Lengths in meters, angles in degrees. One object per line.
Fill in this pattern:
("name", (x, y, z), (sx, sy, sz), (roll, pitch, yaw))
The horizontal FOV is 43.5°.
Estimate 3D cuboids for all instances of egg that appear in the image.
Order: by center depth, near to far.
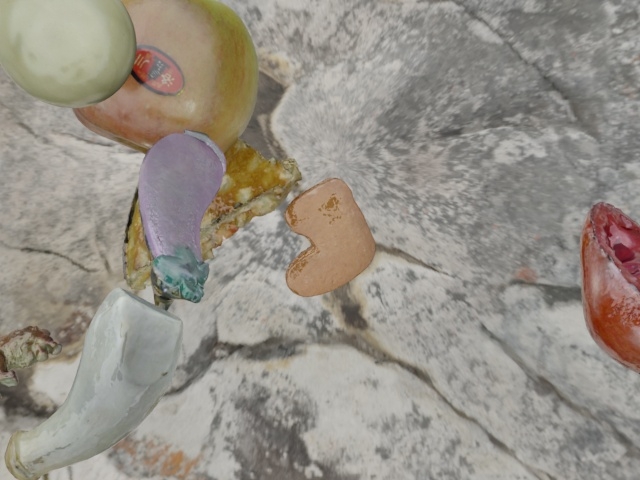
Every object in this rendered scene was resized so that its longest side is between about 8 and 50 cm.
("egg", (-0.361, -0.285, 1.119), (0.241, 0.186, 0.186), (36, 97, 38))

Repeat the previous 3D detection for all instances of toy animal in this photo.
("toy animal", (-0.673, 0.235, 1.585), (0.312, 0.158, 0.097), (-1, 131, 0))

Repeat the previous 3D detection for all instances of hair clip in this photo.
("hair clip", (-0.207, -0.049, 1.169), (0.110, 0.359, 0.096), (-2, 140, 2))

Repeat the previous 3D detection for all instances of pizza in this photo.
("pizza", (-0.210, -0.094, 1.646), (0.406, 0.130, 0.440), (4, 73, 29))

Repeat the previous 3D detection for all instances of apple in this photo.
("apple", (-0.270, -0.302, 1.426), (0.338, 0.338, 0.305), (23, 88, -1))

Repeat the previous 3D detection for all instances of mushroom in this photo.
("mushroom", (-0.249, 0.177, 0.908), (0.118, 0.103, 0.270), (31, 103, -20))

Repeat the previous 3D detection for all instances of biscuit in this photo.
("biscuit", (0.000, 0.000, 1.478), (0.186, 0.036, 0.192), (-28, 104, -3))

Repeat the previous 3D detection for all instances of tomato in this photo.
("tomato", (0.296, 0.061, 0.755), (0.099, 0.173, 0.189), (-54, 55, 29))
